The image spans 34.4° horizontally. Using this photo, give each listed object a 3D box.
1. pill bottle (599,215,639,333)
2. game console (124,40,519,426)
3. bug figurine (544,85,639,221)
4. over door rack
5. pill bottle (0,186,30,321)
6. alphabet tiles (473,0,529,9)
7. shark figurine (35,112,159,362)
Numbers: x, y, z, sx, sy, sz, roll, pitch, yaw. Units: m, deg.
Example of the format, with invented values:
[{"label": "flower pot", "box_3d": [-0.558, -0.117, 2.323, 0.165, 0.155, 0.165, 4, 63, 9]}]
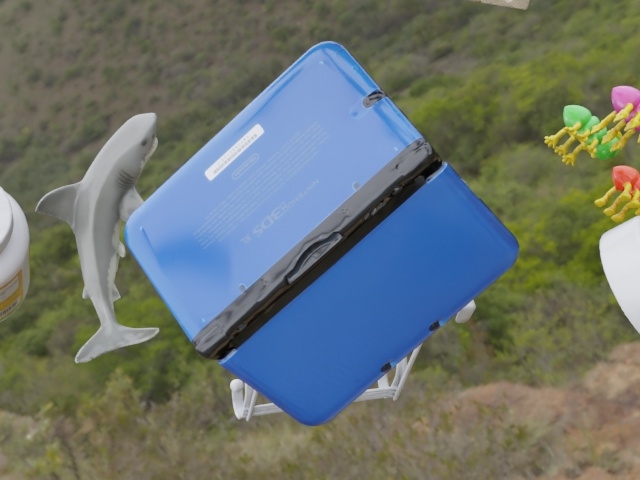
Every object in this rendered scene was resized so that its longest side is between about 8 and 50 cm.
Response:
[{"label": "pill bottle", "box_3d": [0.337, -0.011, 0.779, 0.229, 0.131, 0.131, -30, 23, 30]}, {"label": "game console", "box_3d": [0.000, 0.000, 1.029, 0.293, 0.173, 0.250, -41, 66, 8]}, {"label": "bug figurine", "box_3d": [0.402, -0.100, 1.262, 0.072, 0.216, 0.279, -52, 8, -10]}, {"label": "over door rack", "box_3d": [0.025, 0.123, 1.313, 0.240, 0.108, 0.324, -6, -27, -19]}, {"label": "pill bottle", "box_3d": [-0.407, 0.010, 1.197, 0.136, 0.136, 0.245, -45, -2, -24]}, {"label": "alphabet tiles", "box_3d": [0.066, -0.285, 0.781, 0.237, 0.198, 0.009, 8, 35, -3]}, {"label": "shark figurine", "box_3d": [-0.263, -0.004, 1.165, 0.166, 0.116, 0.278, -2, 81, 51]}]
